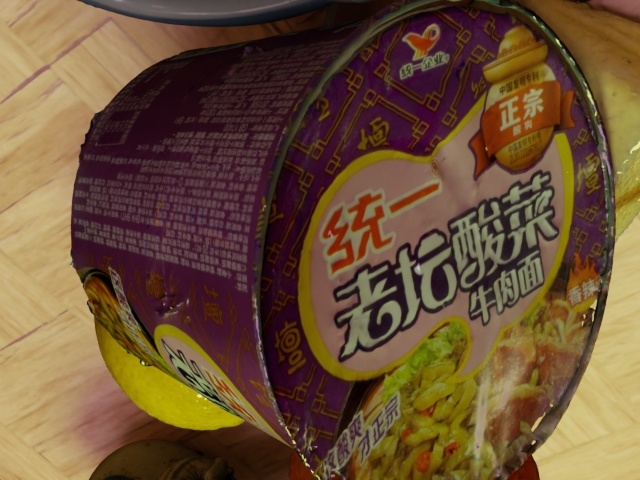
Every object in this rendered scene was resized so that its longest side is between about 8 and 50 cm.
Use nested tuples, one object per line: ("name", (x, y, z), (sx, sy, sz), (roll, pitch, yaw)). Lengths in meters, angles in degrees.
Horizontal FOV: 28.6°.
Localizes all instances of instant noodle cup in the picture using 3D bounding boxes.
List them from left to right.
("instant noodle cup", (0.000, 0.000, 0.864), (0.266, 0.340, 0.340), (8, 138, 46))

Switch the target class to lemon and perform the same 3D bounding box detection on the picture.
("lemon", (-0.107, 0.065, 1.078), (0.178, 0.178, 0.203), (-16, 125, 25))

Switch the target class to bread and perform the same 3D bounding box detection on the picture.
("bread", (0.177, -0.089, 0.977), (0.178, 0.135, 0.240), (46, 135, 19))

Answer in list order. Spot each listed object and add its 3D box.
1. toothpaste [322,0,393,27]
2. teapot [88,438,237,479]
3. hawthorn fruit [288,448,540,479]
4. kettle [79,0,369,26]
("toothpaste", (0.025, -0.148, 0.959), (0.067, 0.043, 0.194), (19, 138, 4))
("teapot", (-0.135, 0.282, 1.274), (0.182, 0.173, 0.269), (-23, 153, 36))
("hawthorn fruit", (0.094, 0.222, 1.034), (0.207, 0.207, 0.243), (-15, 149, 25))
("kettle", (-0.108, -0.256, 0.783), (0.342, 0.247, 0.319), (9, 141, 22))
